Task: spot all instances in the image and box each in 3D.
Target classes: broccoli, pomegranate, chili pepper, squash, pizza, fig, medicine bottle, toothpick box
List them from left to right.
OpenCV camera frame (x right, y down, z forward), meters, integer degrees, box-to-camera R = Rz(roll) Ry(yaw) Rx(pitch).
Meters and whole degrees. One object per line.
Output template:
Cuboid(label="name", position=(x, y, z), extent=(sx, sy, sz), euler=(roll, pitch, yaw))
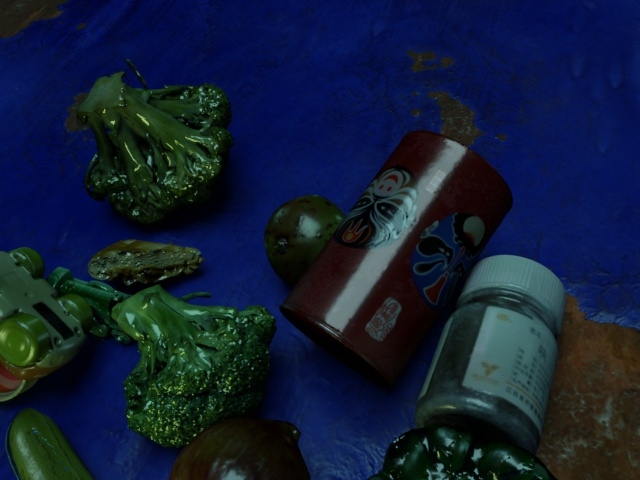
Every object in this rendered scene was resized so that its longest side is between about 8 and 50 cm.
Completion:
Cuboid(label="squash", position=(-0.340, 0.358, 0.953), extent=(0.094, 0.095, 0.341), euler=(-38, 55, -22))
Cuboid(label="pizza", position=(-0.299, 0.041, 1.230), extent=(0.193, 0.069, 0.154), euler=(2, 9, 3))
Cuboid(label="broccoli", position=(-0.308, -0.198, 1.309), extent=(0.321, 0.283, 0.304), euler=(-15, 57, 21))
Cuboid(label="broccoli", position=(-0.188, 0.170, 1.006), extent=(0.261, 0.269, 0.242), euler=(-37, 86, 5))
Cuboid(label="fig", position=(-0.093, 0.315, 0.895), extent=(0.205, 0.205, 0.205), euler=(-4, 49, 5))
Cuboid(label="pomegranate", position=(0.000, 0.000, 1.179), extent=(0.204, 0.159, 0.159), euler=(-7, 41, -37))
Cuboid(label="toothpick box", position=(0.115, 0.026, 1.043), extent=(0.204, 0.204, 0.333), euler=(29, 76, 29))
Cuboid(label="chili pepper", position=(0.162, 0.348, 0.777), extent=(0.248, 0.257, 0.233), euler=(31, 65, 32))
Cuboid(label="medicine bottle", position=(0.246, 0.165, 0.978), extent=(0.165, 0.165, 0.273), euler=(14, 50, 20))

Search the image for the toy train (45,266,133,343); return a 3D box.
Cuboid(label="toy train", position=(-0.369, 0.109, 1.166), extent=(0.178, 0.105, 0.071), euler=(14, 49, 19))

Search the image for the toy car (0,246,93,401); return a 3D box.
Cuboid(label="toy car", position=(-0.500, 0.145, 1.089), extent=(0.234, 0.235, 0.145), euler=(8, 13, 15))
